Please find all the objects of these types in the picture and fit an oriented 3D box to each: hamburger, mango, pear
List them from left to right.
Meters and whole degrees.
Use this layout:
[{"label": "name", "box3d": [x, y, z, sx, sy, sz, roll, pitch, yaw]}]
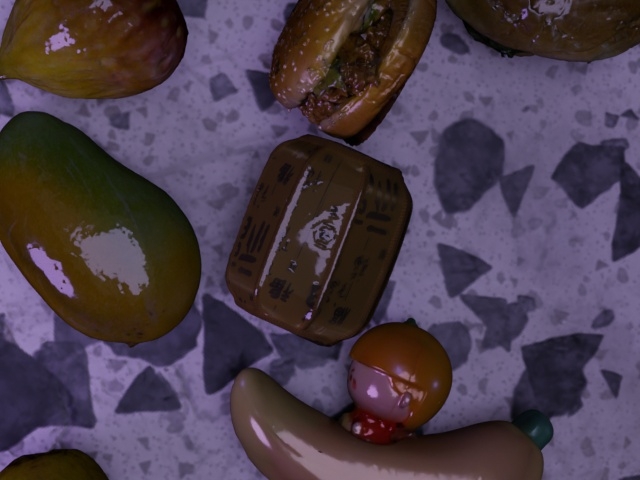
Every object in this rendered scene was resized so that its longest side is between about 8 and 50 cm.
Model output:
[{"label": "pear", "box3d": [-0.264, 0.278, 1.528, 0.148, 0.149, 0.162, 6, 86, -10]}, {"label": "mango", "box3d": [-0.223, -0.010, 1.533, 0.156, 0.114, 0.251, -45, 100, 3]}, {"label": "hamburger", "box3d": [0.031, -0.198, 1.531, 0.118, 0.182, 0.191, 34, 87, -18]}, {"label": "hamburger", "box3d": [0.222, -0.313, 1.569, 0.285, 0.134, 0.265, 29, 84, -10]}]

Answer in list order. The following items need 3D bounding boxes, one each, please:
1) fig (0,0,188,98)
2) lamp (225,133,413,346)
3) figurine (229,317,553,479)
[{"label": "fig", "box3d": [-0.255, -0.191, 1.519, 0.257, 0.159, 0.159, -24, 98, 14]}, {"label": "lamp", "box3d": [0.000, 0.000, 1.549, 0.161, 0.161, 0.185, 24, 89, -10]}, {"label": "figurine", "box3d": [0.069, 0.188, 1.593, 0.324, 0.124, 0.222, 22, 90, -6]}]
